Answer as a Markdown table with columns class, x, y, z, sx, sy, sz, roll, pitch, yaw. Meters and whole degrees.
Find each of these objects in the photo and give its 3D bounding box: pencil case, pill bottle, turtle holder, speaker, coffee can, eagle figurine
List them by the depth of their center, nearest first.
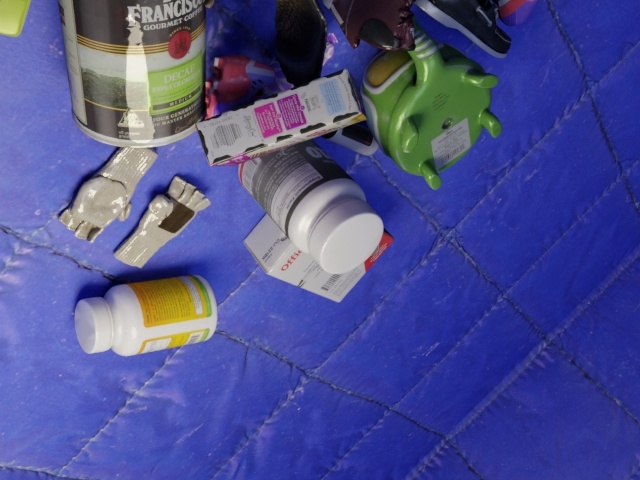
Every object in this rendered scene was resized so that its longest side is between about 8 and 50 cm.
| class | x | y | z | sx | sy | sz | roll | pitch | yaw |
| --- | --- | --- | --- | --- | --- | --- | --- | --- | --- |
| coffee can | -0.258 | -0.298 | 1.134 | 0.201 | 0.201 | 0.275 | -20 | 139 | -27 |
| eagle figurine | -0.045 | -0.386 | 1.199 | 0.226 | 0.225 | 0.298 | -43 | 149 | 9 |
| pencil case | -0.051 | -0.276 | 1.389 | 0.206 | 0.088 | 0.086 | -58 | 140 | -16 |
| pill bottle | -0.018 | -0.078 | 1.503 | 0.161 | 0.283 | 0.161 | -25 | 140 | -22 |
| turtle holder | 0.173 | -0.271 | 1.533 | 0.320 | 0.227 | 0.243 | 19 | 113 | -49 |
| pill bottle | -0.334 | 0.145 | 1.562 | 0.246 | 0.136 | 0.136 | -7 | 131 | -38 |
| speaker | 0.059 | -0.212 | 1.633 | 0.136 | 0.055 | 0.055 | 16 | 115 | -49 |

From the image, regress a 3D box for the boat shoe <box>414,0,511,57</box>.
| class | x | y | z | sx | sy | sz | roll | pitch | yaw |
| --- | --- | --- | --- | --- | --- | --- | --- | --- | --- |
| boat shoe | 0.291 | -0.440 | 1.567 | 0.302 | 0.114 | 0.091 | 11 | 125 | -48 |

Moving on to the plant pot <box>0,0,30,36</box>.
| class | x | y | z | sx | sy | sz | roll | pitch | yaw |
| --- | --- | --- | --- | --- | --- | --- | --- | --- | --- |
| plant pot | -0.426 | -0.384 | 0.882 | 0.207 | 0.227 | 0.228 | 5 | 124 | -38 |

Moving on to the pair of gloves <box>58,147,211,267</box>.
| class | x | y | z | sx | sy | sz | roll | pitch | yaw |
| --- | --- | --- | --- | --- | --- | --- | --- | --- | --- |
| pair of gloves | -0.326 | -0.055 | 1.448 | 0.204 | 0.042 | 0.240 | -44 | 143 | 3 |

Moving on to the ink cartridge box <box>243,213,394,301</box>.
| class | x | y | z | sx | sy | sz | roll | pitch | yaw |
| --- | --- | --- | --- | --- | --- | --- | --- | --- | --- |
| ink cartridge box | 0.000 | 0.000 | 1.740 | 0.197 | 0.114 | 0.273 | -49 | 144 | 11 |

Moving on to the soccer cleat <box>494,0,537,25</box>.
| class | x | y | z | sx | sy | sz | roll | pitch | yaw |
| --- | --- | --- | --- | --- | --- | --- | --- | --- | --- |
| soccer cleat | 0.423 | -0.549 | 1.574 | 0.109 | 0.116 | 0.318 | -19 | 137 | -29 |

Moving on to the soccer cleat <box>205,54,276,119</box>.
| class | x | y | z | sx | sy | sz | roll | pitch | yaw |
| --- | --- | --- | --- | --- | --- | --- | --- | --- | --- |
| soccer cleat | -0.138 | -0.234 | 1.303 | 0.095 | 0.248 | 0.083 | 5 | 83 | -13 |

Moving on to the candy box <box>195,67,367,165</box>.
| class | x | y | z | sx | sy | sz | roll | pitch | yaw |
| --- | --- | --- | --- | --- | --- | --- | --- | --- | --- |
| candy box | -0.052 | -0.179 | 1.224 | 0.233 | 0.071 | 0.159 | -19 | -177 | 8 |

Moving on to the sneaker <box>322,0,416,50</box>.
| class | x | y | z | sx | sy | sz | roll | pitch | yaw |
| --- | --- | --- | --- | --- | --- | --- | --- | --- | --- |
| sneaker | 0.154 | -0.405 | 1.350 | 0.281 | 0.162 | 0.106 | -23 | -172 | 14 |
